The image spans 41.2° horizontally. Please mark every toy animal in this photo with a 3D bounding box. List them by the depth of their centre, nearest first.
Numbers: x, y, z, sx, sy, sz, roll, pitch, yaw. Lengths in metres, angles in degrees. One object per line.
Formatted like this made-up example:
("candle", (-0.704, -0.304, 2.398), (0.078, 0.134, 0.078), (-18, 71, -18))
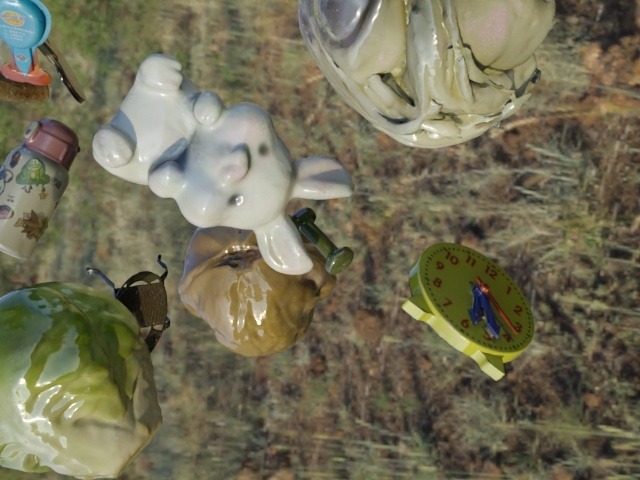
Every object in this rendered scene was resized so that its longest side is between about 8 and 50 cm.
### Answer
("toy animal", (-0.141, -0.108, 1.265), (0.196, 0.367, 0.241), (-61, -6, -1))

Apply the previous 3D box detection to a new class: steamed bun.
("steamed bun", (0.078, -0.244, 0.833), (0.280, 0.207, 0.268), (33, 104, 42))

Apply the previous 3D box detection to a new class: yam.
("yam", (-0.638, -0.301, 1.621), (0.299, 0.066, 0.066), (0, -80, -62))

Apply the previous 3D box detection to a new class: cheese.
("cheese", (-0.487, -0.330, 1.382), (0.256, 0.106, 0.037), (118, 162, -62))

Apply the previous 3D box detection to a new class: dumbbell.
("dumbbell", (0.000, 0.000, 1.323), (0.118, 0.052, 0.046), (46, 154, 26))

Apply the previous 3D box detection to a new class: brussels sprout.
("brussels sprout", (-0.373, 0.196, 1.208), (0.242, 0.316, 0.274), (-169, 94, -84))

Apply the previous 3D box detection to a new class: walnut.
("walnut", (-0.149, 0.089, 1.984), (0.383, 0.383, 0.384), (-172, 90, -75))

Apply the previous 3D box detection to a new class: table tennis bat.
("table tennis bat", (-0.497, -0.336, 1.613), (0.130, 0.019, 0.220), (61, 177, 14))

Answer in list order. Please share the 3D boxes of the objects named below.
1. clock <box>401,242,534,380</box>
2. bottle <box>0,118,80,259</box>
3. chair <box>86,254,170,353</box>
("clock", (0.307, 0.114, 1.682), (0.071, 0.277, 0.293), (-54, 4, 36))
("bottle", (-0.523, -0.099, 1.529), (0.253, 0.120, 0.120), (-67, 12, -11))
("chair", (-0.346, 0.126, 1.573), (0.213, 0.149, 0.174), (-134, 42, -63))
